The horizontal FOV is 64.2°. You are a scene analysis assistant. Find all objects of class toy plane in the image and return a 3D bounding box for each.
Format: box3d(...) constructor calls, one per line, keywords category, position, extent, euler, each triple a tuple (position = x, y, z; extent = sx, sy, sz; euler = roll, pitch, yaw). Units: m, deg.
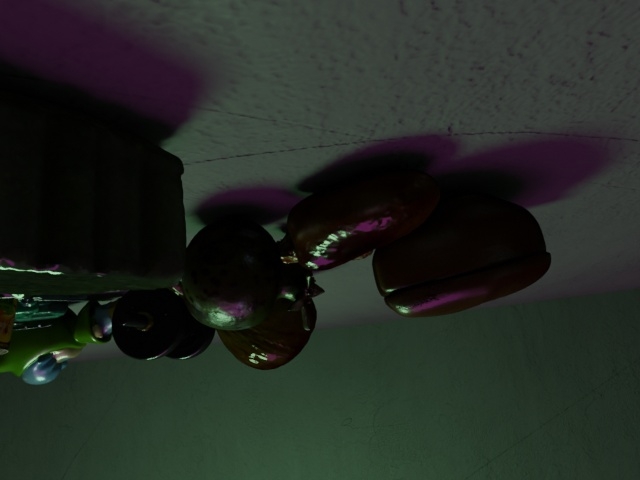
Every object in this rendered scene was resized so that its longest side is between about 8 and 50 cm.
box3d(category="toy plane", position=(-0.545, 0.118, 0.898), extent=(0.234, 0.060, 0.096), euler=(0, 157, -38))

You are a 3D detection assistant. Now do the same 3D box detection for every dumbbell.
box3d(category="dumbbell", position=(-0.306, 0.166, 1.016), extent=(0.143, 0.144, 0.325), euler=(-9, 166, 8))

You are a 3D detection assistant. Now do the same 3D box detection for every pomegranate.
box3d(category="pomegranate", position=(-0.089, 0.048, 0.621), extent=(0.169, 0.149, 0.148), euler=(12, 171, 15))

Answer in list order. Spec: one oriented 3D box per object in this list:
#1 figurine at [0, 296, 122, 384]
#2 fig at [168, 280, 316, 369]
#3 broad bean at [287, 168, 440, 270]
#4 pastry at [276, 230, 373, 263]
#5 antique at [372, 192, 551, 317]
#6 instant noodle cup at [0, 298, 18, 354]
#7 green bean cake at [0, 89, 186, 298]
box3d(category="figurine", position=(-0.515, 0.187, 1.029), extent=(0.263, 0.143, 0.162), euler=(-22, -157, -6))
box3d(category="fig", position=(-0.150, 0.120, 1.003), extent=(0.290, 0.191, 0.190), euler=(40, 151, -11))
box3d(category="broad bean", position=(0.045, -0.027, 0.538), extent=(0.165, 0.085, 0.114), euler=(-21, -173, 33))
box3d(category="pastry", position=(0.002, 0.001, 0.688), extent=(0.169, 0.063, 0.087), euler=(-12, 157, 40))
box3d(category="antique", position=(0.171, 0.023, 0.657), extent=(0.223, 0.129, 0.278), euler=(-23, 169, 36))
box3d(category="instant noodle cup", position=(-0.495, 0.099, 0.711), extent=(0.151, 0.122, 0.151), euler=(-9, 165, -2))
box3d(category="green bean cake", position=(-0.241, -0.016, 0.376), extent=(0.227, 0.125, 0.222), euler=(-14, 167, 35))
